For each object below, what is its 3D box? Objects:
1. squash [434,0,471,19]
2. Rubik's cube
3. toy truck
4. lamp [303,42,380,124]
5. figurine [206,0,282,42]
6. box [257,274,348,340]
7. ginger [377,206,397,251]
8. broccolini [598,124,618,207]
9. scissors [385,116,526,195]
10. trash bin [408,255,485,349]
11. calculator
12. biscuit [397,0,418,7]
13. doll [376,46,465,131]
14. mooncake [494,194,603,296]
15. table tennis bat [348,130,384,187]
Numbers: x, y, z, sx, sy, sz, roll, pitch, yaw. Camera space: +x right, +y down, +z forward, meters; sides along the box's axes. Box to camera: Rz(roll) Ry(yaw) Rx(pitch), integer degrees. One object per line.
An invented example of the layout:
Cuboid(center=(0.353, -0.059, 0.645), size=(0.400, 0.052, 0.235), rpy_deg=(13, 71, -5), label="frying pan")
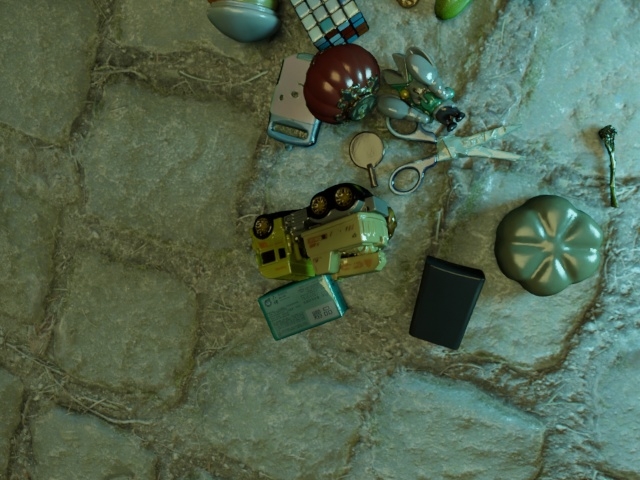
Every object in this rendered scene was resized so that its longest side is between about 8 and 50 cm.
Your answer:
Cuboid(center=(0.378, -0.672, 1.210), size=(0.095, 0.095, 0.188), rpy_deg=(37, 108, 7), label="squash")
Cuboid(center=(0.026, -0.635, 1.275), size=(0.155, 0.151, 0.154), rpy_deg=(-30, 88, 17), label="Rubik's cube")
Cuboid(center=(0.000, 0.000, 1.296), size=(0.405, 0.180, 0.254), rpy_deg=(-17, 71, 28), label="toy truck")
Cuboid(center=(0.055, -0.429, 1.246), size=(0.227, 0.227, 0.227), rpy_deg=(2, 98, 15), label="lamp")
Cuboid(center=(-0.151, -0.730, 1.271), size=(0.205, 0.224, 0.382), rpy_deg=(40, 105, 3), label="figurine")
Cuboid(center=(-0.055, 0.200, 1.438), size=(0.245, 0.092, 0.153), rpy_deg=(-22, 92, 17), label="box")
Cuboid(center=(0.174, -0.034, 1.358), size=(0.103, 0.073, 0.162), rpy_deg=(18, 97, 15), label="ginger")
Cuboid(center=(0.771, -0.195, 1.202), size=(0.044, 0.042, 0.218), rpy_deg=(-11, 101, 15), label="broccolini")
Cuboid(center=(0.379, -0.259, 1.293), size=(0.383, 0.029, 0.256), rpy_deg=(-1, 93, 12), label="scissors")
Cuboid(center=(0.359, 0.179, 1.320), size=(0.165, 0.115, 0.225), rpy_deg=(16, 105, 11), label="trash bin")
Cuboid(center=(-0.067, -0.417, 1.379), size=(0.173, 0.051, 0.293), rpy_deg=(18, 102, 11), label="calculator")
Cuboid(center=(0.227, -0.722, 1.277), size=(0.071, 0.018, 0.147), rpy_deg=(-34, 89, 15), label="biscuit")
Cuboid(center=(0.271, -0.413, 1.228), size=(0.258, 0.153, 0.195), rpy_deg=(23, 119, 26), label="doll")
Cuboid(center=(0.606, 0.015, 1.219), size=(0.275, 0.135, 0.275), rpy_deg=(1, 95, 12), label="mooncake")
Cuboid(center=(0.130, -0.238, 1.316), size=(0.107, 0.119, 0.170), rpy_deg=(-13, 92, 18), label="table tennis bat")
